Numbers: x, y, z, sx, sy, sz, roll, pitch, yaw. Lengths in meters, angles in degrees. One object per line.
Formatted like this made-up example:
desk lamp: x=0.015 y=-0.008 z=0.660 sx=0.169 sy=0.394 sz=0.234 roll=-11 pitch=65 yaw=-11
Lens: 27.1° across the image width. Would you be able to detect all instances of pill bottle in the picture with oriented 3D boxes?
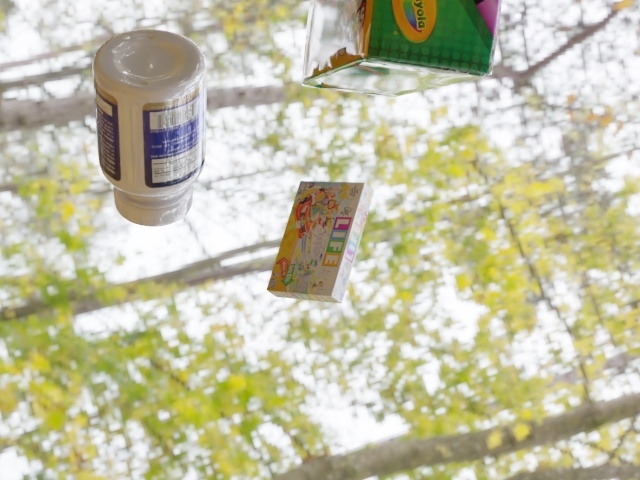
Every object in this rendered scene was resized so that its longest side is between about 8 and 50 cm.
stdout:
pill bottle: x=-0.172 y=-0.109 z=1.352 sx=0.112 sy=0.112 sz=0.187 roll=48 pitch=-33 yaw=35

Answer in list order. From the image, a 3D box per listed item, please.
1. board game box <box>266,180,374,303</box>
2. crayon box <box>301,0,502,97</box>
board game box: x=0.000 y=0.000 z=1.669 sx=0.103 sy=0.026 sz=0.154 roll=3 pitch=-112 yaw=36
crayon box: x=0.053 y=-0.190 z=0.914 sx=0.278 sy=0.081 sz=0.165 roll=-158 pitch=-105 yaw=-80
